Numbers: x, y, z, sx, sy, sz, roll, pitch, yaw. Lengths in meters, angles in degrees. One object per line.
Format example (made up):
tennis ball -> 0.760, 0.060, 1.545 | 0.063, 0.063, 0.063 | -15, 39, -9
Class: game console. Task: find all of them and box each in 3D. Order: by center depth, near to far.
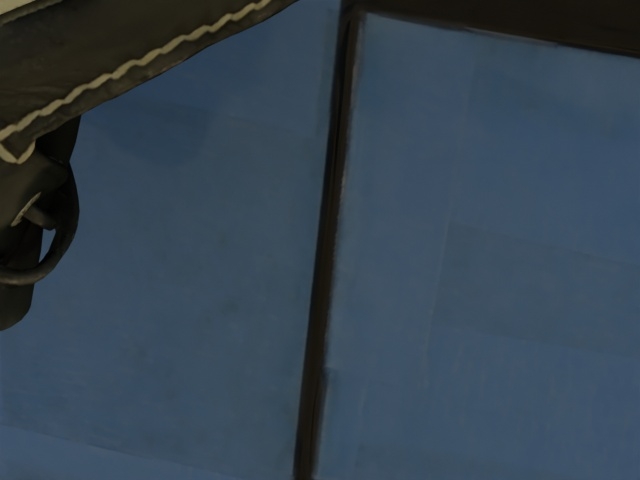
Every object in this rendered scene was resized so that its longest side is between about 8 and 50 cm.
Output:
game console -> 0.000, 0.000, 0.621 | 0.342, 0.060, 0.387 | 13, -66, 17

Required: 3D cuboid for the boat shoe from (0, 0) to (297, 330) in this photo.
boat shoe -> -0.129, -0.019, 0.541 | 0.340, 0.127, 0.113 | -23, -70, 5
